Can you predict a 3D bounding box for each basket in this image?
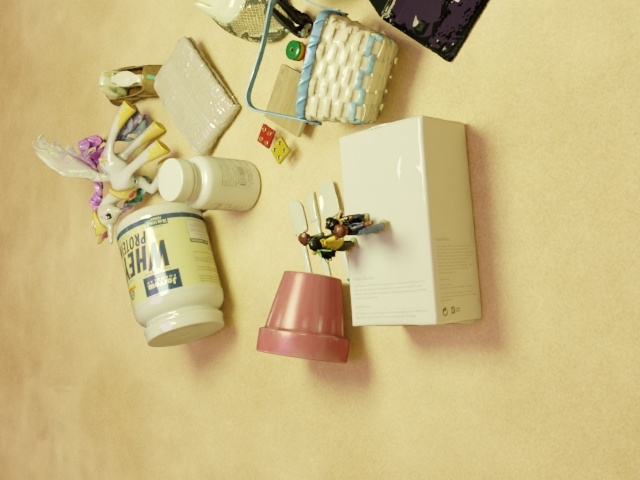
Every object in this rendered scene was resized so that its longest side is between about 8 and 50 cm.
[{"bbox_3d":[-0.003,-0.359,1.585,0.288,0.201,0.255,20,105,11],"label":"basket"}]

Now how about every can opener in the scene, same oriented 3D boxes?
[{"bbox_3d":[-0.072,-0.498,1.697,0.073,0.186,0.059,34,102,18],"label":"can opener"}]

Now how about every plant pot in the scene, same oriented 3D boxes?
[{"bbox_3d":[-0.029,0.164,1.647,0.201,0.201,0.180,0,79,45],"label":"plant pot"}]

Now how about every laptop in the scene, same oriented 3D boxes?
[{"bbox_3d":[0.226,-0.528,1.511,0.264,0.136,0.234,36,118,11],"label":"laptop"}]

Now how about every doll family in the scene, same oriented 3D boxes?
[{"bbox_3d":[0.033,-0.012,1.418,0.193,0.111,0.076,-39,61,43],"label":"doll family"}]

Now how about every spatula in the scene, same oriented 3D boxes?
[{"bbox_3d":[0.000,0.000,1.731,0.168,0.019,0.242,-23,74,42],"label":"spatula"}]

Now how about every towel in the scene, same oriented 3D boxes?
[{"bbox_3d":[-0.336,-0.386,2.018,0.187,0.049,0.282,-48,67,31],"label":"towel"}]

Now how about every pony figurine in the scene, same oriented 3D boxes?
[{"bbox_3d":[-0.606,-0.214,2.194,0.363,0.302,0.351,-48,66,16],"label":"pony figurine"}]

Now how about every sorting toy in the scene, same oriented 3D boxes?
[{"bbox_3d":[-0.060,-0.316,1.772,0.132,0.046,0.275,36,114,39],"label":"sorting toy"}]

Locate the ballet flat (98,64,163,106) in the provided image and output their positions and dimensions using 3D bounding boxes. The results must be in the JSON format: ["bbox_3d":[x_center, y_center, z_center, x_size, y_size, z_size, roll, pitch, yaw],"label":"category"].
[{"bbox_3d":[-0.569,-0.460,2.227,0.342,0.124,0.116,7,94,45],"label":"ballet flat"}]

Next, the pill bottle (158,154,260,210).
[{"bbox_3d":[-0.272,-0.140,1.854,0.131,0.229,0.131,-1,89,45],"label":"pill bottle"}]

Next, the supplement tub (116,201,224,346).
[{"bbox_3d":[-0.382,0.090,1.960,0.235,0.235,0.325,-32,68,40],"label":"supplement tub"}]

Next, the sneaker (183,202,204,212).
[{"bbox_3d":[-0.360,-0.100,2.054,0.188,0.071,0.066,-32,67,41],"label":"sneaker"}]

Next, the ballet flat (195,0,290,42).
[{"bbox_3d":[-0.273,-0.638,1.892,0.483,0.182,0.164,47,120,34],"label":"ballet flat"}]

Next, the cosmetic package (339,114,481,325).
[{"bbox_3d":[0.170,-0.030,1.469,0.217,0.156,0.385,-5,85,45],"label":"cosmetic package"}]
